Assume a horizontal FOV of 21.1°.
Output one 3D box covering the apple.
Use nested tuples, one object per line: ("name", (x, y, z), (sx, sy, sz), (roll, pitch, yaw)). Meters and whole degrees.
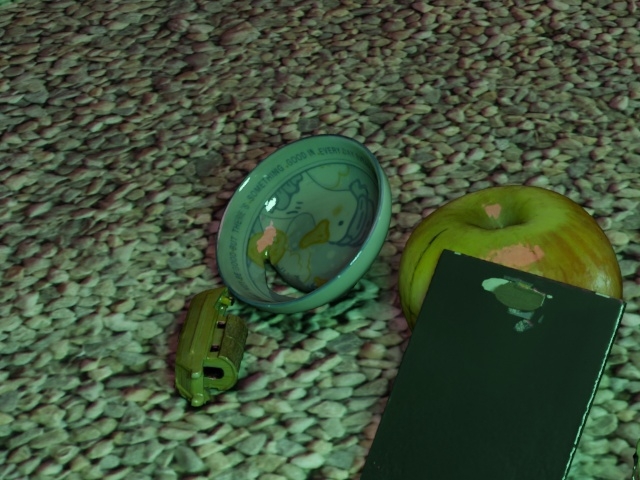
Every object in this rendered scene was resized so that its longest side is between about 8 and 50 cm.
("apple", (0.238, 0.066, 2.166), (0.286, 0.233, 0.286), (-9, 28, 5))

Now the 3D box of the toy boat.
("toy boat", (-0.142, 0.135, 2.279), (0.088, 0.068, 0.226), (3, 30, 5))

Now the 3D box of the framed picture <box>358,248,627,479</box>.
("framed picture", (0.191, 0.189, 1.984), (0.244, 0.013, 0.323), (17, 82, 31))

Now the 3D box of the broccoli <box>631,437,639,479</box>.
("broccoli", (0.425, 0.302, 1.797), (0.180, 0.242, 0.273), (17, 40, -5))

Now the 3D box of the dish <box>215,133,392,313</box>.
("dish", (0.000, 0.000, 2.410), (0.273, 0.134, 0.273), (-19, 50, 25))
